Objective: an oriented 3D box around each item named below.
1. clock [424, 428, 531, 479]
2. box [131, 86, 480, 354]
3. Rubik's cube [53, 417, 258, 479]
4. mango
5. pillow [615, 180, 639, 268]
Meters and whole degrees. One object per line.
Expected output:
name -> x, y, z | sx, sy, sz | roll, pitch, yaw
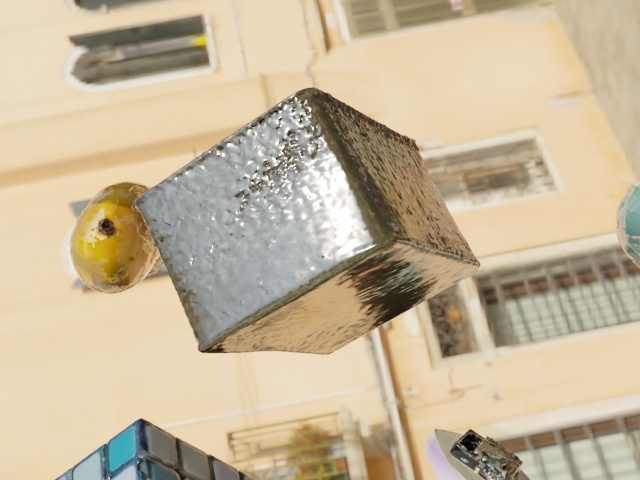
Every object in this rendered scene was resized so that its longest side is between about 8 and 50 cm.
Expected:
clock -> 0.233, 0.325, 1.471 | 0.172, 0.064, 0.198 | 37, -166, 17
box -> -0.001, -0.002, 0.865 | 0.143, 0.184, 0.273 | 65, -162, 15
Rubik's cube -> -0.194, 0.430, 1.167 | 0.293, 0.287, 0.292 | 38, -156, -40
mango -> -0.273, -0.004, 1.406 | 0.262, 0.109, 0.157 | 68, -145, -87
pillow -> 0.317, 0.043, 0.767 | 0.233, 0.086, 0.214 | 44, -169, -25
